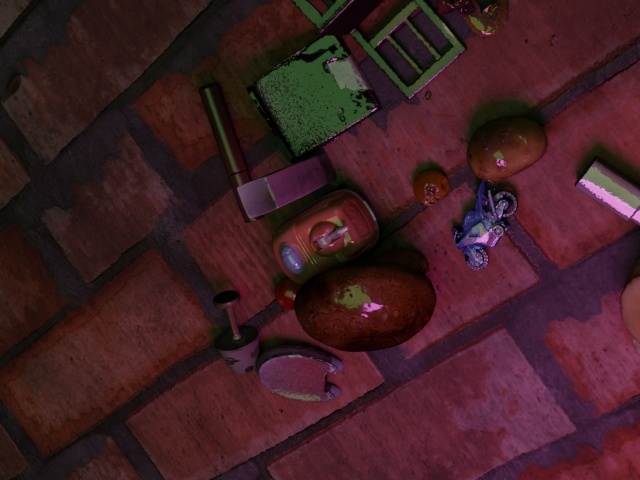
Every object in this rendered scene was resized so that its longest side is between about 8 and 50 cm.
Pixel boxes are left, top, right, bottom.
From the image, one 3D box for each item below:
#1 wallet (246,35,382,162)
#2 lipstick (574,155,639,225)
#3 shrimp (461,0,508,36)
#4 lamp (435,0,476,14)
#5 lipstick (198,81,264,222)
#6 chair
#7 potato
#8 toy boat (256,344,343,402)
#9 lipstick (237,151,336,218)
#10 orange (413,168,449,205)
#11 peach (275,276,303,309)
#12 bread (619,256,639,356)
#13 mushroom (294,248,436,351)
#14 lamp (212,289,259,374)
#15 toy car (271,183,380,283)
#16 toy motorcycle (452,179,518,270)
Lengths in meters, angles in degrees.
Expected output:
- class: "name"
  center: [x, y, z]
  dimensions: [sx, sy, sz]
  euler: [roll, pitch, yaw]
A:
- class: "wallet"
  center: [-0.018, -0.337, 1.834]
  dimensions: [0.262, 0.071, 0.221]
  euler: [-30, 92, 17]
- class: "lipstick"
  center: [0.669, -0.078, 1.648]
  dimensions: [0.253, 0.079, 0.077]
  euler: [35, 113, 7]
- class: "shrimp"
  center: [0.342, -0.516, 1.665]
  dimensions: [0.095, 0.045, 0.162]
  euler: [-31, 87, 26]
- class: "lamp"
  center: [0.241, -0.596, 1.610]
  dimensions: [0.223, 0.151, 0.215]
  euler: [23, 85, 21]
- class: "lipstick"
  center: [-0.223, -0.219, 1.943]
  dimensions: [0.057, 0.057, 0.356]
  euler: [-16, 99, 23]
- class: "chair"
  center: [0.095, -0.504, 1.651]
  dimensions: [0.203, 0.240, 0.416]
  euler: [-41, 87, 22]
- class: "potato"
  center: [0.399, -0.201, 1.687]
  dimensions: [0.176, 0.137, 0.137]
  euler: [-35, 91, 22]
- class: "toy boat"
  center: [-0.054, 0.339, 2.032]
  dimensions: [0.227, 0.085, 0.155]
  euler: [8, 116, 6]
- class: "lipstick"
  center: [-0.066, -0.129, 1.737]
  dimensions: [0.080, 0.371, 0.076]
  euler: [-19, 97, 23]
- class: "orange"
  center: [0.253, -0.124, 1.794]
  dimensions: [0.086, 0.062, 0.086]
  euler: [5, 103, 20]
- class: "peach"
  center: [-0.075, 0.138, 1.983]
  dimensions: [0.098, 0.061, 0.098]
  euler: [3, 99, 22]
- class: "bread"
  center: [0.774, 0.133, 1.552]
  dimensions: [0.320, 0.237, 0.320]
  euler: [26, 137, 28]
- class: "mushroom"
  center: [0.101, 0.150, 1.780]
  dimensions: [0.345, 0.345, 0.239]
  euler: [-46, 47, 24]
- class: "lamp"
  center: [-0.224, 0.241, 2.028]
  dimensions: [0.121, 0.121, 0.214]
  euler: [-2, 117, 20]
- class: "toy car"
  center: [0.000, 0.000, 1.835]
  dimensions: [0.270, 0.212, 0.180]
  euler: [-30, 93, 24]
- class: "toy motorcycle"
  center: [0.368, -0.035, 1.775]
  dimensions: [0.114, 0.076, 0.205]
  euler: [31, 112, 17]
